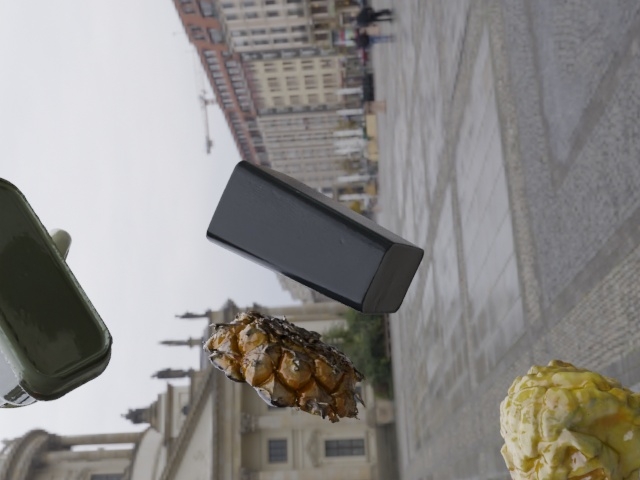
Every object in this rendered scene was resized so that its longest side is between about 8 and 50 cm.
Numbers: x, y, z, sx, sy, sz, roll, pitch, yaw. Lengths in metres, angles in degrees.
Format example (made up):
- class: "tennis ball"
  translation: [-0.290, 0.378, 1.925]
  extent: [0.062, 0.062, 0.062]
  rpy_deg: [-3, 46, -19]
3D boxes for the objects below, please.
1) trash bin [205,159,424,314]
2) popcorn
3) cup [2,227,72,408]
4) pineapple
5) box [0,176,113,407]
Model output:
- class: "trash bin"
  translation: [0.000, 0.000, 0.935]
  extent: [0.115, 0.225, 0.165]
  rpy_deg: [-66, -24, 5]
- class: "popcorn"
  translation: [0.297, 0.227, 0.854]
  extent: [0.170, 0.179, 0.180]
  rpy_deg: [-94, -1, -55]
- class: "cup"
  translation: [-0.472, 0.111, 1.153]
  extent: [0.202, 0.173, 0.256]
  rpy_deg: [-139, 47, -75]
- class: "pineapple"
  translation: [-0.036, 0.141, 0.874]
  extent: [0.225, 0.224, 0.076]
  rpy_deg: [-39, -26, -86]
- class: "box"
  translation: [-0.389, 0.081, 0.872]
  extent: [0.274, 0.178, 0.138]
  rpy_deg: [58, -148, 4]
